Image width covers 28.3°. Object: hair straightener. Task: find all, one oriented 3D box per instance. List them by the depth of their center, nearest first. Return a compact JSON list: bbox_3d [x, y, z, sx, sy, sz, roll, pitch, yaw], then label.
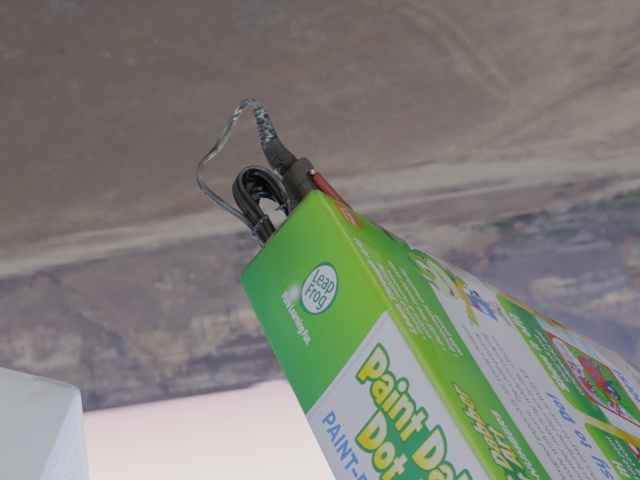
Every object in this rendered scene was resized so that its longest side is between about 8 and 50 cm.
[{"bbox_3d":[0.000,0.000,0.660,0.089,0.230,0.047,0,133,-40],"label":"hair straightener"}]

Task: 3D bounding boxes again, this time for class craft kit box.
[{"bbox_3d":[0.109,0.112,0.476,0.246,0.250,0.061,31,109,-38],"label":"craft kit box"}]

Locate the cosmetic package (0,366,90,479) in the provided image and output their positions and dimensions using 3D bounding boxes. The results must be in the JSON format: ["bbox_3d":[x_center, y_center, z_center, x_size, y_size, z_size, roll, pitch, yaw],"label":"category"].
[{"bbox_3d":[-0.302,0.228,0.996,0.217,0.156,0.385,17,149,1],"label":"cosmetic package"}]
